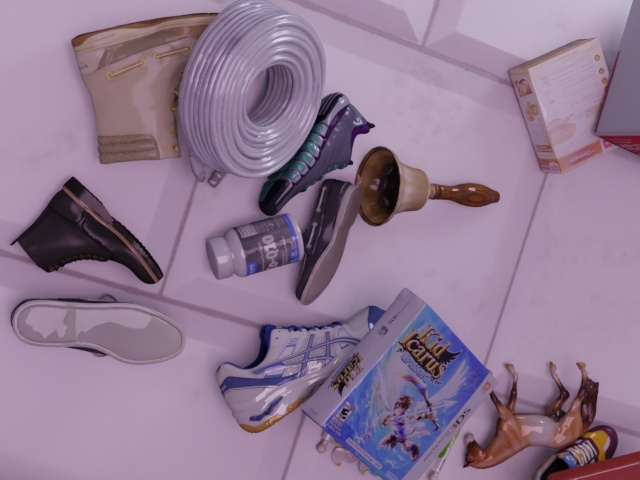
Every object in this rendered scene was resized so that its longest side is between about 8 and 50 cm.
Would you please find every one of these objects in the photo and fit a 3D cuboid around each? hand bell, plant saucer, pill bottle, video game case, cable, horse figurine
[{"bbox_3d":[0.188,-0.079,1.922,0.242,0.126,0.126,3,96,-32],"label":"hand bell"},{"bbox_3d":[0.470,0.459,2.044,0.258,0.048,0.259,-10,131,-18],"label":"plant saucer"},{"bbox_3d":[-0.101,0.011,1.830,0.137,0.078,0.078,-16,101,-16],"label":"pill bottle"},{"bbox_3d":[0.132,0.242,1.869,0.244,0.061,0.269,-50,133,-6],"label":"video game case"},{"bbox_3d":[-0.097,-0.217,1.739,0.257,0.089,0.257,-46,143,-24],"label":"cable"},{"bbox_3d":[0.368,0.295,2.032,0.263,0.066,0.175,-3,92,-16],"label":"horse figurine"}]

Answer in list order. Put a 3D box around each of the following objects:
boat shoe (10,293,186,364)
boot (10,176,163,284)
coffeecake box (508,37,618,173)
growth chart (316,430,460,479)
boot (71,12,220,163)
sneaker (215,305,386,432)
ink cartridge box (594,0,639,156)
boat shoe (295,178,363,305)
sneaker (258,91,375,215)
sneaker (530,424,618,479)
[{"bbox_3d":[-0.328,0.129,1.767,0.254,0.079,0.095,4,98,-17],"label":"boat shoe"},{"bbox_3d":[-0.341,0.023,1.760,0.137,0.077,0.198,-45,95,-4],"label":"boot"},{"bbox_3d":[0.413,-0.222,1.982,0.142,0.068,0.186,-25,104,-16],"label":"coffeecake box"},{"bbox_3d":[0.121,0.314,1.973,0.237,0.021,0.172,20,91,-19],"label":"growth chart"},{"bbox_3d":[-0.216,-0.224,1.754,0.262,0.095,0.204,-13,101,-16],"label":"boot"},{"bbox_3d":[-0.025,0.169,1.860,0.296,0.112,0.131,-34,89,-21],"label":"sneaker"},{"bbox_3d":[0.676,-0.236,1.985,0.384,0.160,0.279,21,83,-27],"label":"ink cartridge box"},{"bbox_3d":[0.000,0.000,1.885,0.065,0.075,0.206,24,95,23],"label":"boat shoe"},{"bbox_3d":[-0.001,-0.116,1.849,0.098,0.083,0.224,37,83,-24],"label":"sneaker"},{"bbox_3d":[0.439,0.377,2.045,0.185,0.084,0.069,-38,68,-11],"label":"sneaker"}]
